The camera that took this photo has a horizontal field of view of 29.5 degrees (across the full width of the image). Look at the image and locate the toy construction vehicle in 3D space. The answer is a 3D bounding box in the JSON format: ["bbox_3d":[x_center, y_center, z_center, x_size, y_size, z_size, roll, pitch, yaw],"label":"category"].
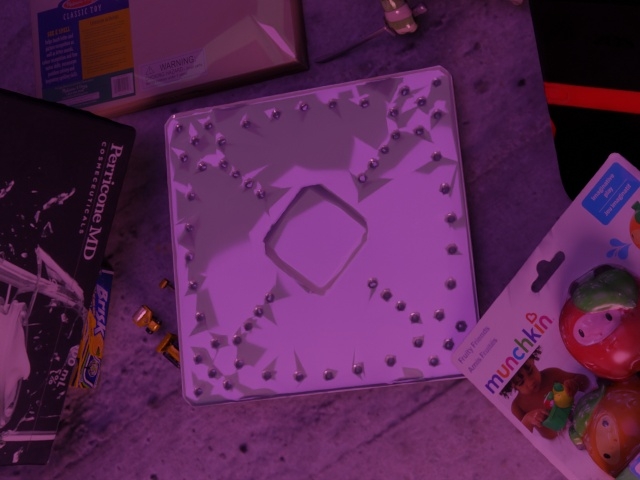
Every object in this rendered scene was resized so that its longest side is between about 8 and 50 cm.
[{"bbox_3d":[-0.197,0.110,1.636,0.098,0.035,0.086,38,97,14],"label":"toy construction vehicle"}]

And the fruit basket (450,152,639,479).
[{"bbox_3d":[0.343,0.139,1.304,0.353,0.165,0.327,43,117,16],"label":"fruit basket"}]

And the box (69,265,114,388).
[{"bbox_3d":[-0.333,0.117,1.674,0.059,0.054,0.168,5,84,23],"label":"box"}]

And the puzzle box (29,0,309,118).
[{"bbox_3d":[-0.223,-0.327,1.702,0.409,0.052,0.272,-10,79,20],"label":"puzzle box"}]

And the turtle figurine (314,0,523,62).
[{"bbox_3d":[0.128,-0.371,1.544,0.266,0.274,0.197,6,60,3],"label":"turtle figurine"}]

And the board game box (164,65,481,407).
[{"bbox_3d":[0.000,0.000,1.548,0.390,0.050,0.389,-8,79,15],"label":"board game box"}]

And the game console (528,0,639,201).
[{"bbox_3d":[0.406,-0.160,1.273,0.387,0.342,0.060,13,45,39],"label":"game console"}]

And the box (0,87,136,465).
[{"bbox_3d":[-0.543,0.017,1.506,0.297,0.472,0.479,17,94,35],"label":"box"}]
